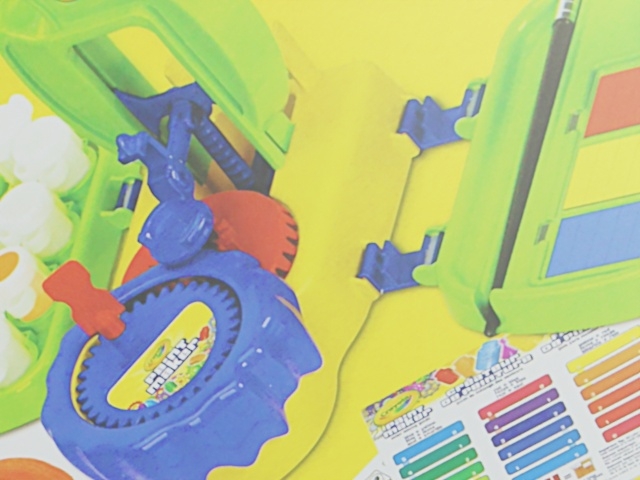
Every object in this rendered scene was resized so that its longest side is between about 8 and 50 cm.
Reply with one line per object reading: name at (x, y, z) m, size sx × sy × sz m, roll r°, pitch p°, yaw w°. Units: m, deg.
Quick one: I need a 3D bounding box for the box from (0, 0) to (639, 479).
box at (0.000, 0.000, 0.468) m, size 0.279 × 0.290 × 0.177 m, roll 46°, pitch -162°, yaw -12°
